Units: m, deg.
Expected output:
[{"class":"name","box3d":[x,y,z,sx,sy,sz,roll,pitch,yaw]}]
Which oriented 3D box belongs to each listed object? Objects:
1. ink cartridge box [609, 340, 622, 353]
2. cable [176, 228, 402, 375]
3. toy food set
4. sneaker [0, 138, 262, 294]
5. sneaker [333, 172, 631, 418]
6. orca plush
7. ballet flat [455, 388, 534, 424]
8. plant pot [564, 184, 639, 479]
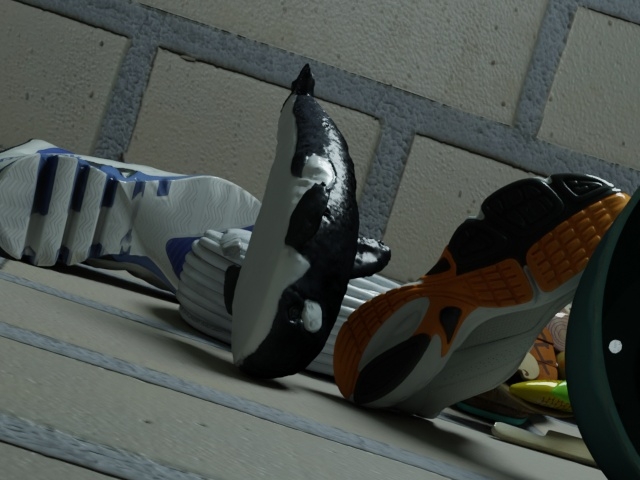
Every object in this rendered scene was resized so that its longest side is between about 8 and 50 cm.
[{"class":"ink cartridge box","box3d":[0.323,0.143,1.988,0.217,0.092,0.158,16,-11,-20]},{"class":"cable","box3d":[0.001,0.063,1.642,0.257,0.089,0.257,19,1,-15]},{"class":"toy food set","box3d":[0.188,0.094,1.575,0.132,0.038,0.192,16,41,-23]},{"class":"sneaker","box3d":[-0.209,-0.032,1.798,0.315,0.127,0.182,15,5,-36]},{"class":"sneaker","box3d":[0.137,0.046,1.421,0.121,0.262,0.099,28,34,-49]},{"class":"orca plush","box3d":[0.000,0.000,1.460,0.102,0.151,0.287,25,32,-18]},{"class":"ballet flat","box3d":[0.183,0.099,1.785,0.116,0.124,0.342,17,1,10]},{"class":"plant pot","box3d":[0.294,0.080,1.254,0.293,0.293,0.235,18,-13,-3]}]
